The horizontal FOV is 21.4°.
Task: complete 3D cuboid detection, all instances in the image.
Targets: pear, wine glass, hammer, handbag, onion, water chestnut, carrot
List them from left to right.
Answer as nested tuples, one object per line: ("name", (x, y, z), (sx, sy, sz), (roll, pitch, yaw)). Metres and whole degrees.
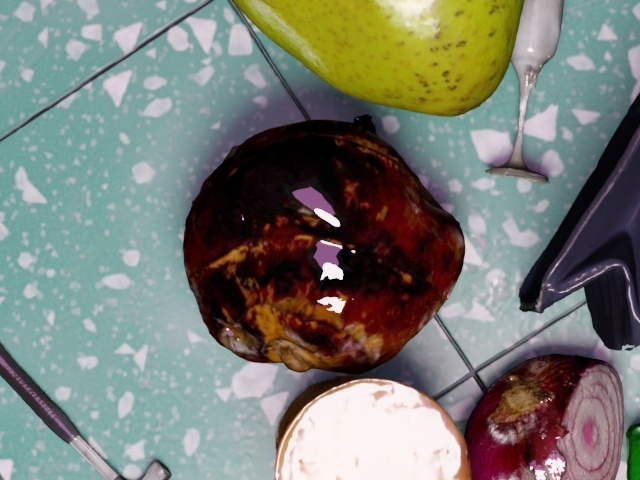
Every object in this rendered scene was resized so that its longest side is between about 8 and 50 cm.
("hammer", (-0.284, 0.209, 1.852), (0.246, 0.029, 0.103), (43, 91, 6))
("water chestnut", (0.000, 0.000, 1.737), (0.289, 0.244, 0.289), (10, 108, 33))
("carrot", (0.046, 0.219, 1.708), (0.196, 0.254, 0.196), (0, 93, -3))
("pear", (0.061, -0.260, 1.686), (0.342, 0.238, 0.318), (-30, 96, 44))
("wine glass", (0.224, -0.195, 1.807), (0.074, 0.074, 0.262), (6, 88, 4))
("onion", (0.242, 0.230, 1.762), (0.139, 0.218, 0.195), (-7, 44, 29))
("handbag", (0.326, -0.051, 1.676), (0.122, 0.303, 0.329), (28, 90, 4))

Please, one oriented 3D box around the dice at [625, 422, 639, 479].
("dice", (0.376, 0.249, 1.751), (0.120, 0.131, 0.128), (-3, 89, 6))
